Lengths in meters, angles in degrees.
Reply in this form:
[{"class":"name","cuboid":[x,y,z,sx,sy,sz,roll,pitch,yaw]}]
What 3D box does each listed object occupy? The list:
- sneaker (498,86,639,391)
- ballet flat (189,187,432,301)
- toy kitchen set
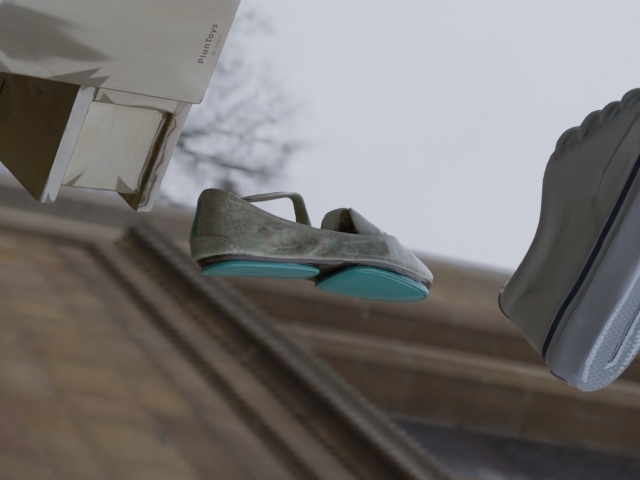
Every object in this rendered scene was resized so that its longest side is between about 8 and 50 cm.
[{"class":"sneaker","cuboid":[0.173,-0.040,1.005,0.091,0.094,0.258,39,-66,28]},{"class":"ballet flat","cuboid":[0.000,0.000,1.040,0.057,0.168,0.052,-18,-112,48]},{"class":"toy kitchen set","cuboid":[-0.070,-0.062,0.433,0.075,0.068,0.083,42,-64,43]}]
